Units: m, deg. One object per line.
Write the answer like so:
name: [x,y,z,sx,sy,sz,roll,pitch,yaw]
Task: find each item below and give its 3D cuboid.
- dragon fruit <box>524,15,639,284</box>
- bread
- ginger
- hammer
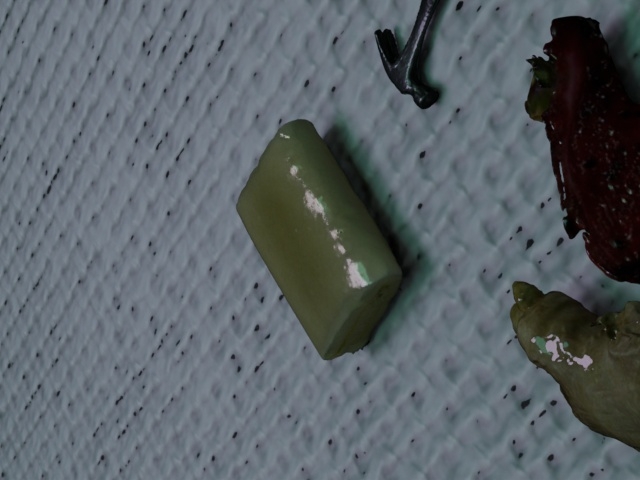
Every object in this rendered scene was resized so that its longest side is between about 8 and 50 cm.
dragon fruit: [0.196,-0.066,1.068,0.122,0.092,0.192,-35,71,52]
bread: [0.000,0.000,1.386,0.178,0.060,0.139,61,142,24]
ginger: [0.215,0.095,1.095,0.213,0.074,0.137,2,117,52]
hammer: [0.090,-0.206,1.240,0.078,0.021,0.201,48,134,36]
